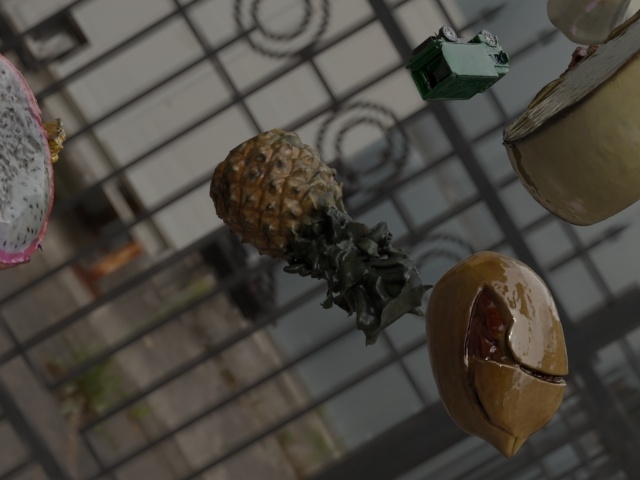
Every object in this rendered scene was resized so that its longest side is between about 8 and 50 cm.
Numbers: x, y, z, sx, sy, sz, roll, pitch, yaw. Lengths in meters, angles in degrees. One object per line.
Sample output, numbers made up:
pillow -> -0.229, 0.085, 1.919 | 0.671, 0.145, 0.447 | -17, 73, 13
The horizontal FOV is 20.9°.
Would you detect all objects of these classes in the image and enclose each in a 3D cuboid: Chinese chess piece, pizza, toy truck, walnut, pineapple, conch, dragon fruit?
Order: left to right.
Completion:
dragon fruit -> -0.439, -0.074, 1.942 | 0.290, 0.189, 0.290 | 46, 36, -48
pizza -> -0.372, -0.116, 2.204 | 0.178, 0.131, 0.041 | -34, 117, -54
pineapple -> 0.000, -0.001, 1.752 | 0.248, 0.128, 0.128 | 45, -2, 23
toy truck -> 0.179, -0.227, 2.221 | 0.147, 0.065, 0.079 | -7, 66, -50
walnut -> 0.256, 0.163, 2.488 | 0.203, 0.203, 0.298 | 36, 45, -79
conch -> 0.343, -0.310, 2.140 | 0.094, 0.104, 0.176 | 62, -27, 28
Chinese chess piece -> 0.275, -0.124, 1.482 | 0.104, 0.257, 0.257 | 47, 6, -5

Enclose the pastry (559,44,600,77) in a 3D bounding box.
pastry -> 0.360, -0.155, 1.820 | 0.097, 0.208, 0.115 | -7, 104, -56
